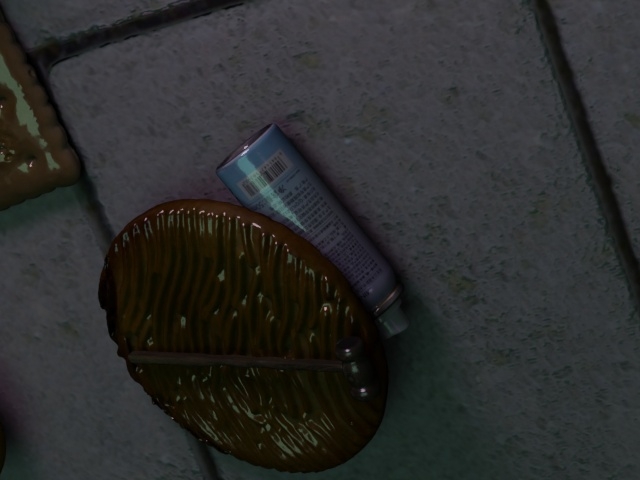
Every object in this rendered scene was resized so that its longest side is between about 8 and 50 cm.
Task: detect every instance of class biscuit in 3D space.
[{"bbox_3d":[-0.409,-0.103,1.754,0.324,0.044,0.217,-18,107,25],"label":"biscuit"},{"bbox_3d":[-0.077,0.099,1.695,0.318,0.040,0.318,18,133,21],"label":"biscuit"}]

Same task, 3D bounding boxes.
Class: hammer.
[{"bbox_3d":[-0.071,0.117,1.660,0.292,0.029,0.058,-1,120,37],"label":"hammer"}]

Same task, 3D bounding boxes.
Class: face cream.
[{"bbox_3d":[0.000,0.000,1.645,0.075,0.075,0.229,-33,100,29],"label":"face cream"}]

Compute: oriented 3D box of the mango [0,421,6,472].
[{"bbox_3d":[-0.483,0.183,1.846,0.317,0.173,0.211,7,117,8],"label":"mango"}]
